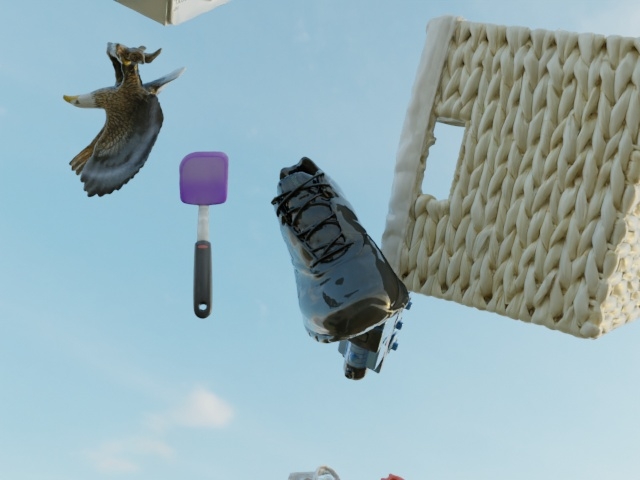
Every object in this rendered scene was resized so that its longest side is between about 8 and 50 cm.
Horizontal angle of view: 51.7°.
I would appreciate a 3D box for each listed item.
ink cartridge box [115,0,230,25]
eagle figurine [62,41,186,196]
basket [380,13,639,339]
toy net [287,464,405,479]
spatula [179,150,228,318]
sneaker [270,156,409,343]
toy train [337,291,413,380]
[{"bbox_3d":[-0.294,-0.487,1.056,0.307,0.223,0.129,28,-47,12],"label":"ink cartridge box"},{"bbox_3d":[-0.417,-0.254,1.367,0.225,0.226,0.299,10,-75,18],"label":"eagle figurine"},{"bbox_3d":[0.282,-0.070,0.815,0.266,0.329,0.331,17,9,35],"label":"basket"},{"bbox_3d":[0.065,0.389,1.015,0.232,0.122,0.045,21,-46,8],"label":"toy net"},{"bbox_3d":[-0.192,-0.015,1.077,0.084,0.297,0.030,0,-27,-8],"label":"spatula"},{"bbox_3d":[0.000,0.000,0.674,0.109,0.286,0.130,-28,-65,-2],"label":"sneaker"},{"bbox_3d":[0.069,0.125,0.932,0.080,0.105,0.184,28,-42,18],"label":"toy train"}]
